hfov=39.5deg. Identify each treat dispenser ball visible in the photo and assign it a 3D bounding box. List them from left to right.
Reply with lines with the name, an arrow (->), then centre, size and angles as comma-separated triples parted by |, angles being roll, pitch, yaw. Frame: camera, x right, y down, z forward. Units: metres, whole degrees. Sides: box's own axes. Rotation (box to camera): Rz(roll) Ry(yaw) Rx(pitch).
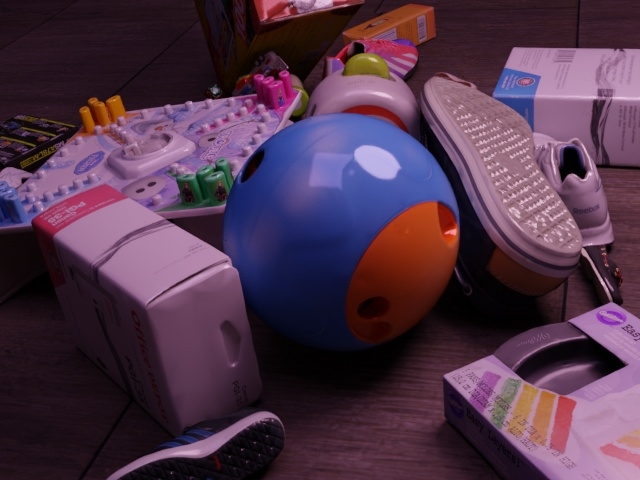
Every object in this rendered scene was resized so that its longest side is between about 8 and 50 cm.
treat dispenser ball -> 0.025, -0.010, 1.082 | 0.288, 0.288, 0.288 | -6, 31, 3

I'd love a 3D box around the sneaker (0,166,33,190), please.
sneaker -> -0.559, -0.087, 1.573 | 0.061, 0.054, 0.152 | 6, 33, 17

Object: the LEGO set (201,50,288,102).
LEGO set -> -0.146, -0.265, 1.640 | 0.182, 0.060, 0.244 | -38, -3, -2

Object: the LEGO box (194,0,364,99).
LEGO box -> -0.116, -0.520, 1.683 | 0.193, 0.373, 0.500 | -16, -2, -14

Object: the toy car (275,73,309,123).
toy car -> -0.102, -0.199, 1.588 | 0.188, 0.149, 0.155 | -21, 20, 1

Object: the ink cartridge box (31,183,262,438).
ink cartridge box -> -0.211, 0.079, 1.067 | 0.117, 0.207, 0.283 | -29, 37, -30

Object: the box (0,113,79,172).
box -> -0.602, -0.188, 1.759 | 0.190, 0.045, 0.184 | 14, 35, 33

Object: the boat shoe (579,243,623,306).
boat shoe -> 0.368, 0.044, 1.150 | 0.042, 0.049, 0.133 | -12, 26, 8

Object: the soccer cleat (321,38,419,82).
soccer cleat -> 0.108, -0.369, 1.829 | 0.108, 0.116, 0.318 | 14, 37, 32

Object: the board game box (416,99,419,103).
board game box -> 0.213, -0.173, 1.514 | 0.033, 0.133, 0.169 | -49, 26, 15

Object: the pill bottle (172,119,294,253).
pill bottle -> -0.115, -0.100, 1.405 | 0.146, 0.146, 0.264 | 7, 33, 23

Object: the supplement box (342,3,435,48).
supplement box -> 0.158, -0.467, 2.022 | 0.233, 0.080, 0.078 | -29, 36, -34

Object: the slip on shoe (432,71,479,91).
slip on shoe -> 0.267, -0.297, 1.752 | 0.041, 0.051, 0.135 | 21, 3, -35

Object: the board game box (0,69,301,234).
board game box -> -0.259, -0.142, 1.335 | 0.390, 0.050, 0.390 | -5, 30, 18

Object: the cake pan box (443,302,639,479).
cake pan box -> 0.294, 0.183, 0.921 | 0.245, 0.070, 0.267 | -17, 32, -20

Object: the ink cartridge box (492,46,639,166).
ink cartridge box -> 0.463, -0.230, 1.507 | 0.307, 0.129, 0.223 | 5, 33, 20

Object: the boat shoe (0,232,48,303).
boat shoe -> -0.486, 0.019, 1.326 | 0.096, 0.117, 0.324 | 13, 32, 38

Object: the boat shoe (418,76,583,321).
boat shoe -> 0.219, -0.081, 1.256 | 0.186, 0.156, 0.500 | 16, 34, -18

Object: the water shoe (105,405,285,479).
water shoe -> -0.136, 0.237, 0.942 | 0.203, 0.073, 0.080 | -17, 10, -23

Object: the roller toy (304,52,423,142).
roller toy -> 0.072, -0.173, 1.444 | 0.191, 0.209, 0.146 | -36, 25, 18

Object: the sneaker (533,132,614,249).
sneaker -> 0.362, -0.102, 1.318 | 0.111, 0.129, 0.297 | -10, 30, -1
